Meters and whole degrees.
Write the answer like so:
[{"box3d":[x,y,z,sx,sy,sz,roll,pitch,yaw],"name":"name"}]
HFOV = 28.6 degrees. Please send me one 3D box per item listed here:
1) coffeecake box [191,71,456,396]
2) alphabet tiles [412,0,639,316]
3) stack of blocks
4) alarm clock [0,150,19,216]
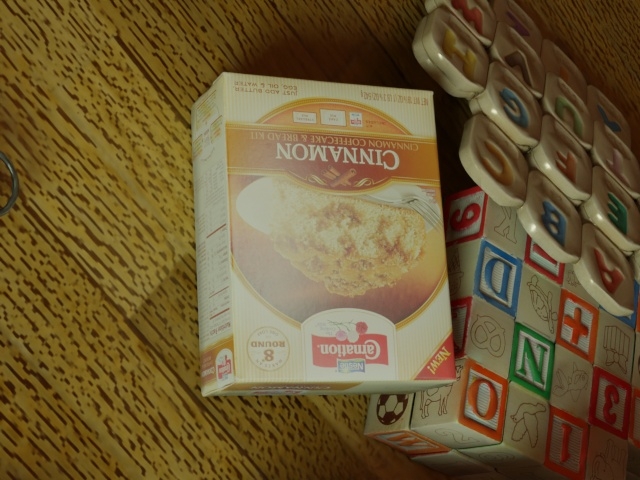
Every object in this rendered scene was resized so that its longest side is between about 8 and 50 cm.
[{"box3d":[0.000,0.000,0.770,0.142,0.068,0.186,2,76,-23],"name":"coffeecake box"},{"box3d":[0.179,-0.077,0.934,0.284,0.021,0.278,43,33,-16],"name":"alphabet tiles"},{"box3d":[0.179,0.103,0.909,0.297,0.087,0.171,28,61,-33],"name":"stack of blocks"},{"box3d":[-0.228,-0.021,0.606,0.192,0.064,0.129,-12,86,-46],"name":"alarm clock"}]
